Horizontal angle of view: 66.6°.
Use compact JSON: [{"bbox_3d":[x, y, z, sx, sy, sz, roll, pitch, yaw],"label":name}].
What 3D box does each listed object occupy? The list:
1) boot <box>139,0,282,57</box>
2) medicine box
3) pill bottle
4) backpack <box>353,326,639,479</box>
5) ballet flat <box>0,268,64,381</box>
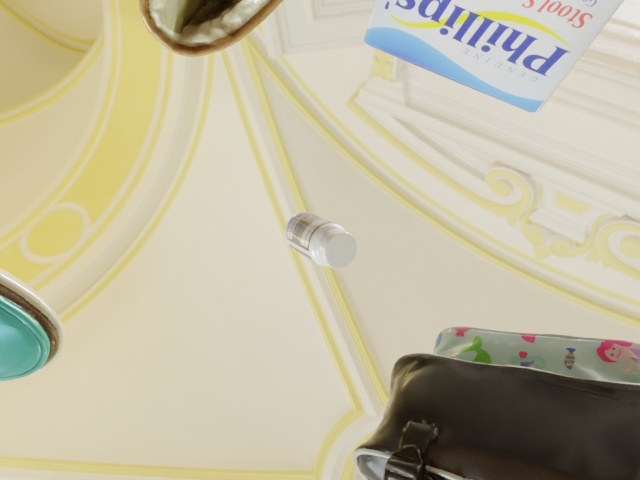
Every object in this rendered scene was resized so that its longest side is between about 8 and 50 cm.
[{"bbox_3d":[-0.043,-0.255,0.390,0.236,0.089,0.269,-45,-149,10],"label":"boot"},{"bbox_3d":[0.227,-0.346,0.587,0.263,0.289,0.149,23,-124,3],"label":"medicine box"},{"bbox_3d":[0.000,0.000,0.861,0.078,0.078,0.137,-38,-148,-17],"label":"pill bottle"},{"bbox_3d":[0.170,0.198,0.380,0.225,0.253,0.191,-3,-148,38],"label":"backpack"},{"bbox_3d":[-0.439,0.031,0.432,0.400,0.139,0.139,13,-125,-23],"label":"ballet flat"}]
